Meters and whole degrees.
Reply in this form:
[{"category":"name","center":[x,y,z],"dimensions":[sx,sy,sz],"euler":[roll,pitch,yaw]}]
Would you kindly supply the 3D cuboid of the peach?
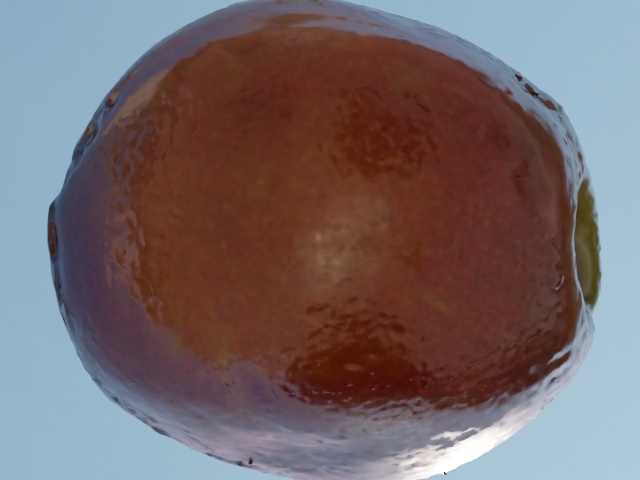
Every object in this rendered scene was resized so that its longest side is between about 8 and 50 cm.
[{"category":"peach","center":[0.000,0.002,1.271],"dimensions":[0.372,0.372,0.290],"euler":[15,-121,-18]}]
